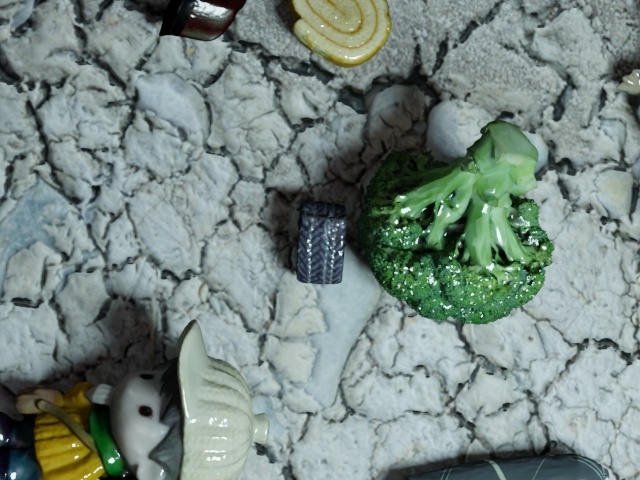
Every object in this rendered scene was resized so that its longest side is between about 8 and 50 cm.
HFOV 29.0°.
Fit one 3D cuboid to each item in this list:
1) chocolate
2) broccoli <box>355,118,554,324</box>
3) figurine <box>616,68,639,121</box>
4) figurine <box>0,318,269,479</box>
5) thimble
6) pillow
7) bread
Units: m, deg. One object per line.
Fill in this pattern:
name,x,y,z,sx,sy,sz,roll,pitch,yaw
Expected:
chocolate,-0.137,-0.314,1.562,0.080,0.125,0.148,23,120,-18
broccoli,0.177,-0.031,1.534,0.270,0.270,0.270,21,128,-9
figurine,0.640,-0.103,1.676,0.378,0.266,0.361,-2,58,-42
figurine,-0.235,0.242,1.493,0.332,0.185,0.204,-24,125,7
thimble,0.000,0.002,1.574,0.066,0.095,0.104,3,123,-1
pillow,0.217,0.365,1.596,0.335,0.092,0.161,-7,93,-10
bread,0.020,-0.294,1.597,0.149,0.073,0.122,38,84,-7
